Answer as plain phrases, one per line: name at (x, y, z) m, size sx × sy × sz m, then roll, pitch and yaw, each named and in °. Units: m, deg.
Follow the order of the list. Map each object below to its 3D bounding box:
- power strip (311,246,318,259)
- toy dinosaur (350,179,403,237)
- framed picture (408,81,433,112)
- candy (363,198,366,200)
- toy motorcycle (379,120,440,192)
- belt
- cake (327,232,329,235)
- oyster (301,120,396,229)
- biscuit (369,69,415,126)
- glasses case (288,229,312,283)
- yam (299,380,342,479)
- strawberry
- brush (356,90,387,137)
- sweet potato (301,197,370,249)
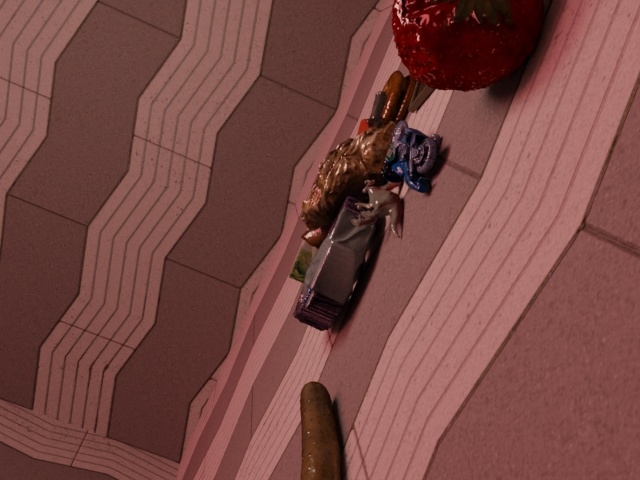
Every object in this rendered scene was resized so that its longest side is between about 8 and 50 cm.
power strip at (0.018, 0.049, 2.046) m, size 0.272 × 0.078 × 0.052 m, roll -92°, pitch 27°, yaw -70°
toy dinosaur at (0.151, -0.076, 1.653) m, size 0.242 × 0.167 × 0.053 m, roll 42°, pitch 154°, yaw 58°
framed picture at (0.316, -0.513, 1.866) m, size 0.247 × 0.022 × 0.335 m, roll 131°, pitch 160°, yaw -62°
candy at (0.105, -0.113, 1.993) m, size 0.091 × 0.083 × 0.306 m, roll -20°, pitch -48°, yaw -60°
toy motorcycle at (0.188, -0.173, 1.587) m, size 0.254 × 0.092 × 0.136 m, roll -121°, pitch 45°, yaw -67°
belt at (0.040, 0.057, 1.784) m, size 0.260 × 0.122 × 0.325 m, roll 169°, pitch 127°, yaw -87°
cake at (0.053, 0.009, 1.937) m, size 0.044 × 0.084 × 0.084 m, roll -80°, pitch 16°, yaw -61°
oyster at (0.077, -0.152, 1.868) m, size 0.341 × 0.166 × 0.110 m, roll -37°, pitch 50°, yaw 9°
biscuit at (0.195, -0.369, 2.086) m, size 0.220 × 0.066 × 0.221 m, roll -158°, pitch 90°, yaw -82°
glasses case at (0.000, 0.000, 2.214) m, size 0.062 × 0.095 × 0.272 m, roll -110°, pitch 44°, yaw -83°
yam at (-0.003, 0.374, 1.377) m, size 0.371 × 0.083 × 0.083 m, roll -97°, pitch 31°, yaw -70°
strawberry at (0.244, -0.362, 1.289) m, size 0.277 × 0.257 × 0.257 m, roll 92°, pitch -163°, yaw -72°
brush at (0.125, -0.257, 2.020) m, size 0.070 × 0.051 × 0.323 m, roll -120°, pitch 35°, yaw -50°
sweet potato at (0.059, -0.046, 1.973) m, size 0.243 × 0.077 × 0.077 m, roll -31°, pitch 25°, yaw 23°
